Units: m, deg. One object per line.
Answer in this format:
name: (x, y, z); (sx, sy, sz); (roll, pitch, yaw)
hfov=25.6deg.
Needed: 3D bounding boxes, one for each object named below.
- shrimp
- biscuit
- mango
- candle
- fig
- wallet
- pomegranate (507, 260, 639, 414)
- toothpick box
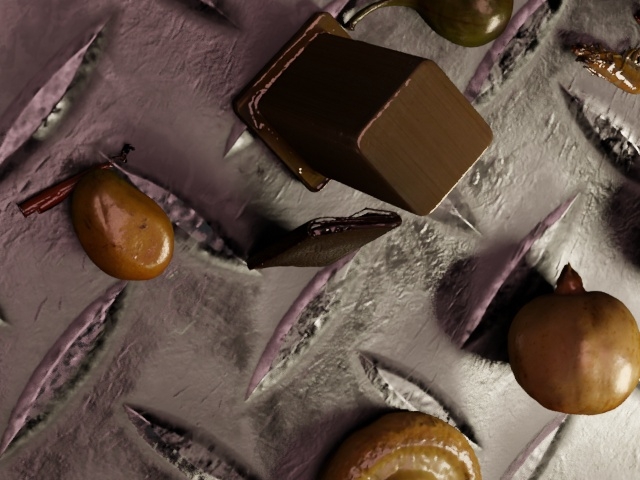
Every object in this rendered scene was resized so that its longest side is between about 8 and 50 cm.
shrimp: (0.453, -0.292, 2.106); (0.178, 0.034, 0.124); (20, 94, -30)
biscuit: (0.131, 0.365, 2.126); (0.274, 0.091, 0.213); (14, 101, -26)
mango: (-0.260, -0.013, 1.822); (0.165, 0.089, 0.115); (38, 91, -35)
candle: (-0.312, -0.076, 1.821); (0.167, 0.021, 0.026); (-31, 96, -13)
fig: (0.146, -0.319, 1.930); (0.236, 0.124, 0.124); (-6, 110, 1)
wallet: (0.000, 0.000, 1.874); (0.133, 0.243, 0.039); (-4, 81, -22)
pomegranate: (0.385, 0.165, 2.122); (0.207, 0.207, 0.207); (-8, 109, -23)
toothpick box: (0.058, -0.155, 1.808); (0.190, 0.308, 0.187); (-47, 119, -8)
